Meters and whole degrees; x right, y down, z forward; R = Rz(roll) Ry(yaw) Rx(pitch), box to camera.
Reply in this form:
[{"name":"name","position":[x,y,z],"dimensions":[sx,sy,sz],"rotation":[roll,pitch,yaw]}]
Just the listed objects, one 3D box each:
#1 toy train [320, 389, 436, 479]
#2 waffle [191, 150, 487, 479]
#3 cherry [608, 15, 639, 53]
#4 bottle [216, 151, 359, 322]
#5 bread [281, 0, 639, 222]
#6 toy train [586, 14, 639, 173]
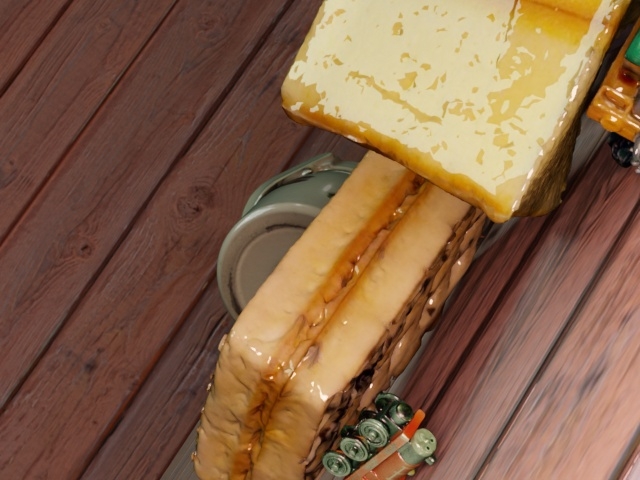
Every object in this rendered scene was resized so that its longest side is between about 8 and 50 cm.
[{"name":"toy train","position":[0.047,0.158,1.025],"dimensions":[0.044,0.064,0.103],"rotation":[-47,-1,-45]},{"name":"waffle","position":[0.040,0.045,1.175],"dimensions":[0.376,0.114,0.261],"rotation":[-51,-11,-36]},{"name":"cherry","position":[0.234,-0.284,1.293],"dimensions":[0.296,0.218,0.255],"rotation":[-41,1,25]},{"name":"bottle","position":[0.000,0.000,1.829],"dimensions":[0.229,0.229,0.352],"rotation":[-54,1,24]},{"name":"bread","position":[0.184,-0.121,0.979],"dimensions":[0.361,0.245,0.233],"rotation":[19,-82,-49]},{"name":"toy train","position":[0.241,-0.121,0.866],"dimensions":[0.228,0.091,0.136],"rotation":[-58,-6,-22]}]
